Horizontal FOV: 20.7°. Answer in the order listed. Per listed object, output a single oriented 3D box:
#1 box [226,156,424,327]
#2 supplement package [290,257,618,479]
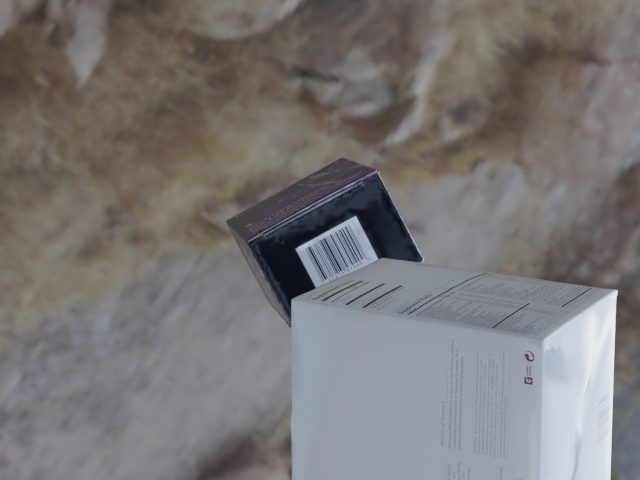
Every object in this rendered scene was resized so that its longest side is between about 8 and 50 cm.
[{"bbox_3d":[0.000,0.000,1.811,0.153,0.108,0.207,-29,-170,-6],"label":"box"},{"bbox_3d":[0.101,0.131,1.316,0.149,0.203,0.194,-23,117,-57],"label":"supplement package"}]
